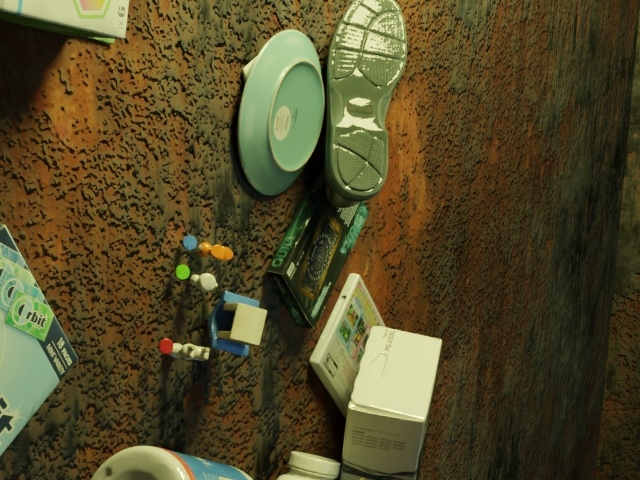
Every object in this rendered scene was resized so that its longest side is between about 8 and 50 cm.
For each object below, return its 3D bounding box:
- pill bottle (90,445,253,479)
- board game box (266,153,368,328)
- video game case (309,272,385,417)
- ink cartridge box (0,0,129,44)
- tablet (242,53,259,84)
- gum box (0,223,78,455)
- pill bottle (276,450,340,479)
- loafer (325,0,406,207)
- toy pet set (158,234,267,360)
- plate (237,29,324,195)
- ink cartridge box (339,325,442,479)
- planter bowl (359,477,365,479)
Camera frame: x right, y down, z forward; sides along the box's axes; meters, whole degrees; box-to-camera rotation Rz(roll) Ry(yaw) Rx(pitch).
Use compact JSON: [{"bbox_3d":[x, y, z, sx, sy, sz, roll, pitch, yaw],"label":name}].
[{"bbox_3d":[-0.128,0.281,1.057,0.221,0.124,0.124,38,66,-60],"label":"pill bottle"},{"bbox_3d":[0.000,0.000,1.303,0.186,0.026,0.126,-64,149,-28],"label":"board game box"},{"bbox_3d":[0.042,0.146,1.440,0.143,0.019,0.157,-64,148,-28],"label":"video game case"},{"bbox_3d":[-0.199,-0.218,0.819,0.209,0.062,0.108,-1,99,-62],"label":"ink cartridge box"},{"bbox_3d":[-0.058,-0.183,1.154,0.083,0.006,0.054,-51,141,-42],"label":"tablet"},{"bbox_3d":[-0.279,0.102,0.802,0.184,0.041,0.157,-56,144,-38],"label":"gum box"},{"bbox_3d":[-0.024,0.345,1.314,0.086,0.086,0.151,27,75,-61],"label":"pill bottle"},{"bbox_3d":[0.040,-0.168,1.267,0.084,0.096,0.267,143,-42,-67],"label":"loafer"},{"bbox_3d":[-0.117,0.069,1.100,0.114,0.065,0.122,19,78,-27],"label":"toy pet set"},{"bbox_3d":[-0.034,-0.141,1.184,0.188,0.024,0.188,-40,137,-52],"label":"plate"},{"bbox_3d":[0.089,0.259,1.397,0.172,0.100,0.237,-68,166,-55],"label":"ink cartridge box"},{"bbox_3d":[-0.023,0.361,1.191,0.217,0.090,0.217,15,90,-78],"label":"planter bowl"}]
